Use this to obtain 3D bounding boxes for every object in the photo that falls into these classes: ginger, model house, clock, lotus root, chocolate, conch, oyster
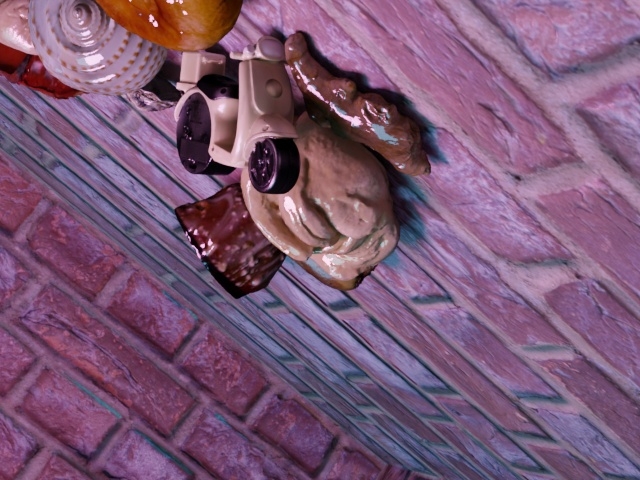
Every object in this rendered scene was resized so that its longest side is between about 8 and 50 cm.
[{"bbox_3d":[0.061,-0.219,1.584,0.333,0.080,0.166,32,148,3],"label":"ginger"},{"bbox_3d":[-0.679,-0.442,2.201,0.196,0.160,0.254,24,-175,30],"label":"model house"},{"bbox_3d":[-0.156,-0.237,1.672,0.120,0.276,0.379,0,-172,-39],"label":"clock"},{"bbox_3d":[0.000,0.000,2.065,0.275,0.152,0.160,44,-167,1],"label":"lotus root"},{"bbox_3d":[-0.199,-0.013,2.290,0.225,0.210,0.340,60,-177,38],"label":"chocolate"},{"bbox_3d":[-0.447,-0.394,1.792,0.303,0.215,0.319,16,159,11],"label":"conch"},{"bbox_3d":[-0.397,-0.339,1.985,0.252,0.087,0.199,17,-165,20],"label":"oyster"}]

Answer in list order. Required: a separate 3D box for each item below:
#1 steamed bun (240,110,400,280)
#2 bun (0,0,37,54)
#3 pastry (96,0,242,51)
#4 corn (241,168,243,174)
[{"bbox_3d":[-0.005,-0.076,1.814,0.325,0.230,0.372,26,156,19],"label":"steamed bun"},{"bbox_3d":[-0.621,-0.494,1.966,0.193,0.178,0.127,24,128,-1],"label":"bun"},{"bbox_3d":[-0.276,-0.464,1.483,0.356,0.163,0.356,26,157,12],"label":"pastry"},{"bbox_3d":[-0.112,-0.106,2.145,0.203,0.072,0.072,45,158,-23],"label":"corn"}]
